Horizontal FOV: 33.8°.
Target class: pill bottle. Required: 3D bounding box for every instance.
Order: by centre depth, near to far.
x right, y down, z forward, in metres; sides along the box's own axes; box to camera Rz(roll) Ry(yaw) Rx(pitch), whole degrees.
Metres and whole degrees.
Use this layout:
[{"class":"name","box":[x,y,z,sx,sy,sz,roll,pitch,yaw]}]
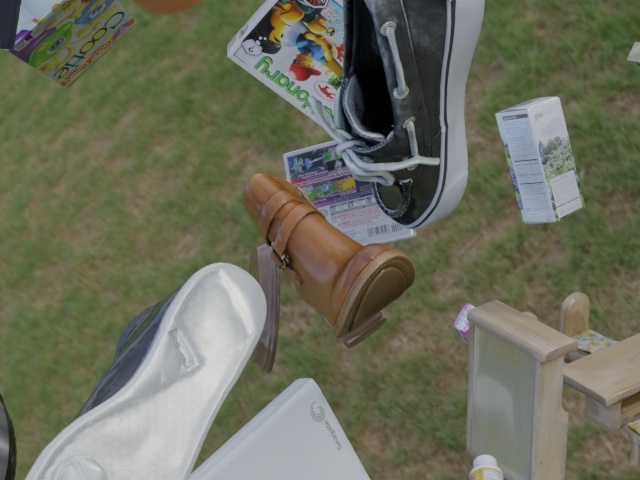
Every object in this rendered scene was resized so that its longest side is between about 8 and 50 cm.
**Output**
[{"class":"pill bottle","box":[0.205,0.306,1.300,0.043,0.043,0.083,-32,28,24]}]

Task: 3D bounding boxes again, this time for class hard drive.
[{"class":"hard drive","box":[-0.075,0.370,1.343,0.047,0.233,0.353,-15,17,47]}]

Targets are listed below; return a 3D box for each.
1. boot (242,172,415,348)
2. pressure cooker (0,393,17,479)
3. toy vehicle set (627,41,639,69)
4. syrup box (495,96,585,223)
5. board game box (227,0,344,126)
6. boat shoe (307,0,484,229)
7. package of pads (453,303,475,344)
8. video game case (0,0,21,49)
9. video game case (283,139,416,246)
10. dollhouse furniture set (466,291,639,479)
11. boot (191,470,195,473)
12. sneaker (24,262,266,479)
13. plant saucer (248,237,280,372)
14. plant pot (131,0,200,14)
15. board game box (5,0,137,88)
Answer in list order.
[{"class":"boot","box":[0.000,0.000,1.210,0.109,0.220,0.283,-36,-11,-7]},{"class":"pressure cooker","box":[-0.628,0.245,1.266,0.375,0.420,0.370,16,69,29]},{"class":"toy vehicle set","box":[0.671,-0.262,1.819,0.166,0.266,0.035,26,93,52]},{"class":"syrup box","box":[0.438,-0.159,2.101,0.093,0.237,0.096,-23,12,-33]},{"class":"board game box","box":[0.029,-0.282,1.684,0.193,0.305,0.053,-44,26,28]},{"class":"boat shoe","box":[0.055,-0.100,0.834,0.105,0.306,0.113,-29,65,-18]},{"class":"package of pads","box":[0.262,0.148,1.853,0.032,0.083,0.050,31,80,27]},{"class":"video game case","box":[-0.242,-0.324,0.862,0.196,0.026,0.274,-102,24,-48]},{"class":"video game case","box":[0.045,-0.074,1.698,0.201,0.023,0.184,-13,80,23]},{"class":"dollhouse furniture set","box":[0.436,0.201,1.702,0.394,0.257,0.362,-17,28,-30]},{"class":"boot","box":[-0.187,0.523,1.866,0.206,0.249,0.090,-14,3,31]},{"class":"sneaker","box":[-0.156,0.157,0.863,0.296,0.104,0.147,-56,9,-24]},{"class":"plant saucer","box":[-0.117,0.125,2.109,0.278,0.041,0.278,-179,90,-80]},{"class":"plant pot","box":[-0.258,-0.516,1.581,0.290,0.203,0.291,-18,60,33]},{"class":"board game box","box":[-0.358,-0.313,1.359,0.142,0.144,0.275,-43,-2,0]}]
